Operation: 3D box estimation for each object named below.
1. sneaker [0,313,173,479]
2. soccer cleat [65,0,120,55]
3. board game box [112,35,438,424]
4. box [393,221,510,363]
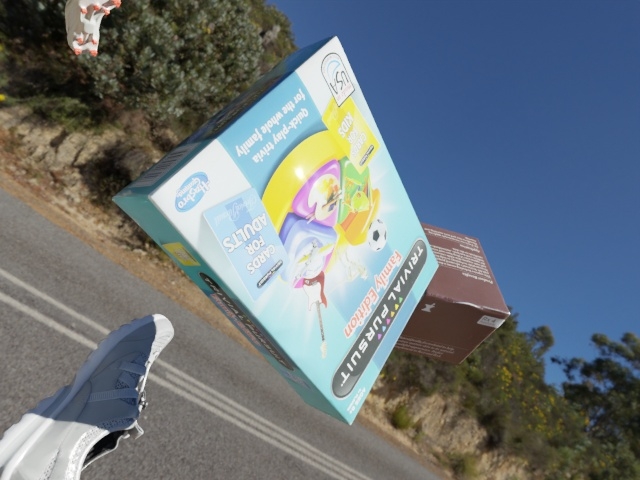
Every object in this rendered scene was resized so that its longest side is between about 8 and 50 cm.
[{"bbox_3d":[-0.273,0.213,0.525,0.115,0.105,0.281,32,34,-1],"label":"sneaker"},{"bbox_3d":[-0.392,-0.402,0.679,0.068,0.196,0.076,-15,78,-48],"label":"soccer cleat"},{"bbox_3d":[0.000,0.000,0.449,0.079,0.253,0.336,5,-42,45],"label":"board game box"},{"bbox_3d":[0.220,0.097,0.786,0.169,0.167,0.203,16,40,-11],"label":"box"}]
